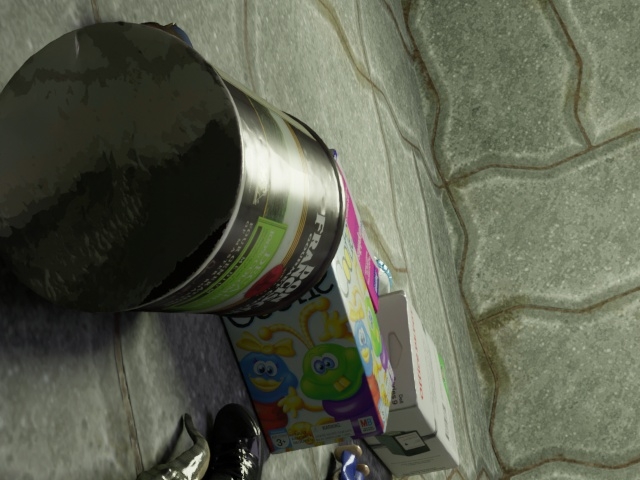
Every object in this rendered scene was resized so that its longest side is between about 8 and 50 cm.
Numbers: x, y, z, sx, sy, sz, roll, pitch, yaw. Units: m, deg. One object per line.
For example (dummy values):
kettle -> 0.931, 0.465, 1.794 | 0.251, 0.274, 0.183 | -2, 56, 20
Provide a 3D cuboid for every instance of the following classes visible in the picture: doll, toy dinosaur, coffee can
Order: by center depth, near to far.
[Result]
coffee can -> -0.110, -0.039, 0.791 | 0.275, 0.201, 0.202 | 17, 61, -73
toy dinosaur -> -0.119, 0.229, 0.801 | 0.268, 0.064, 0.118 | -31, 100, -79
doll -> 0.040, 0.367, 1.315 | 0.189, 0.046, 0.129 | -78, 151, -61

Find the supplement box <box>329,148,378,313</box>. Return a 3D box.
supplement box -> 0.000, 0.000, 1.373 | 0.111, 0.114, 0.220 | -85, 159, -54

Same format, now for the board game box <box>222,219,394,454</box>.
board game box -> -0.021, 0.085, 1.143 | 0.144, 0.142, 0.275 | -69, 143, -67

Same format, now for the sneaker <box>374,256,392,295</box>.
sneaker -> 0.065, 0.054, 1.691 | 0.191, 0.071, 0.083 | 54, 31, -38

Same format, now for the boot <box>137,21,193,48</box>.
boot -> -0.134, -0.129, 1.027 | 0.106, 0.082, 0.219 | -62, 135, -66

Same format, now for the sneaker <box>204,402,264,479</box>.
sneaker -> -0.087, 0.234, 0.930 | 0.089, 0.051, 0.170 | 55, 28, -67

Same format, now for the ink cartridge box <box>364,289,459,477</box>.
ink cartridge box -> 0.132, 0.244, 1.635 | 0.289, 0.121, 0.211 | 58, 23, -52
